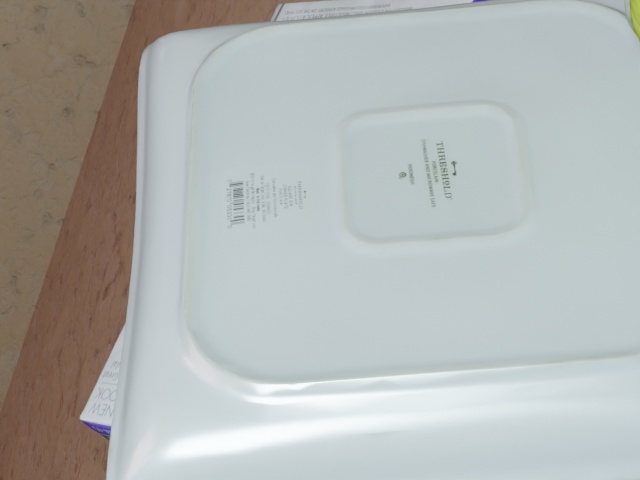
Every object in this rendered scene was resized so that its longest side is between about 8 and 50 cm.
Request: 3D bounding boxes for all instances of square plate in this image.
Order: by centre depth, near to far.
[{"bbox_3d":[0.061,-0.019,0.762,0.049,0.344,0.347,83,-176,-49],"label":"square plate"}]

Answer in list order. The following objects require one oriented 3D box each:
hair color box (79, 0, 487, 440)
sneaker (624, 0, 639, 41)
[{"bbox_3d":[0.000,0.000,0.931,0.185,0.110,0.339,4,63,42],"label":"hair color box"},{"bbox_3d":[0.227,-0.058,0.602,0.385,0.145,0.147,-131,60,-69],"label":"sneaker"}]
